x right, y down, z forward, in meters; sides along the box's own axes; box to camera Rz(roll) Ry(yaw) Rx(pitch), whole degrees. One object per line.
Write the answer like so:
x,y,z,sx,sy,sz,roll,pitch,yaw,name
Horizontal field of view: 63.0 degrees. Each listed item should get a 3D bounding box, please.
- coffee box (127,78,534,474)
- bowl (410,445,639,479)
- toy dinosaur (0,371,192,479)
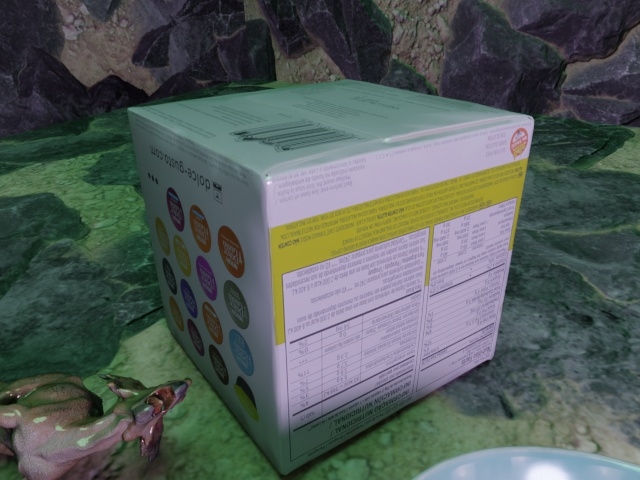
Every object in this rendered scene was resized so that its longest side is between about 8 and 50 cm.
0.000,0.000,0.666,0.338,0.334,0.338,-18,31,-31,coffee box
0.170,0.271,0.280,0.312,0.163,0.311,5,12,-1,bowl
-0.278,0.187,0.562,0.296,0.127,0.200,15,33,37,toy dinosaur
